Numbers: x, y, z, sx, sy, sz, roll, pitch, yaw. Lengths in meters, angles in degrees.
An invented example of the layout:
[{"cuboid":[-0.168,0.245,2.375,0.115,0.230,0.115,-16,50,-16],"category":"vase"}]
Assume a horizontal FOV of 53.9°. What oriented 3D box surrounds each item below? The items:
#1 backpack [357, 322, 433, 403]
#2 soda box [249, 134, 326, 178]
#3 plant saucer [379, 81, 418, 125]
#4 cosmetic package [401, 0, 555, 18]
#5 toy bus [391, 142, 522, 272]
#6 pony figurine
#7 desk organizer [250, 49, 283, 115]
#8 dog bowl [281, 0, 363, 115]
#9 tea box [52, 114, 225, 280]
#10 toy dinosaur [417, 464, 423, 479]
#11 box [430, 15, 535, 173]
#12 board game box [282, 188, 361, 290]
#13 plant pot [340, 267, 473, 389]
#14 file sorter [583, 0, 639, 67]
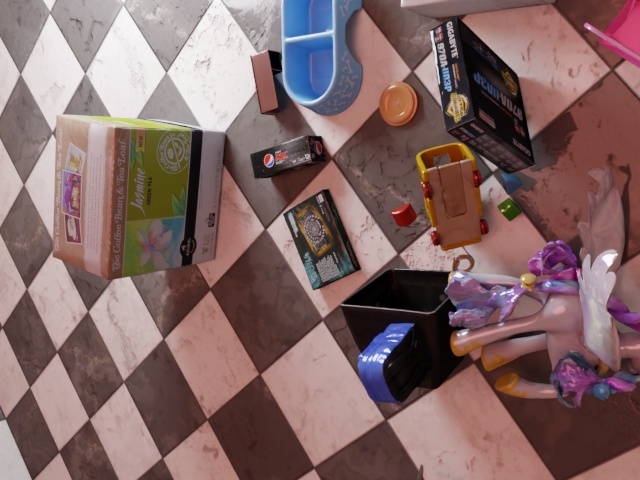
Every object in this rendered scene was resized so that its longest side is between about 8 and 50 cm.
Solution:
[{"cuboid":[0.114,0.207,1.027,0.101,0.120,0.098,-16,110,43],"category":"backpack"},{"cuboid":[-0.072,-0.179,1.361,0.168,0.053,0.060,-11,89,37],"category":"soda box"},{"cuboid":[0.148,-0.262,1.209,0.083,0.013,0.084,7,101,36],"category":"plant saucer"},{"cuboid":[0.261,-0.428,1.039,0.231,0.117,0.086,8,101,34],"category":"cosmetic package"},{"cuboid":[0.232,-0.071,1.115,0.202,0.190,0.104,-55,20,25],"category":"toy bus"},{"cuboid":[0.380,0.109,0.960,0.363,0.303,0.351,-9,123,34],"category":"pony figurine"},{"cuboid":[-0.109,-0.344,1.371,0.050,0.047,0.130,-10,90,35],"category":"desk organizer"},{"cuboid":[-0.004,-0.403,1.267,0.165,0.074,0.297,5,100,36],"category":"dog bowl"},{"cuboid":[-0.418,-0.111,1.461,0.220,0.323,0.329,16,106,34],"category":"tea box"},{"cuboid":[0.263,0.568,1.196,0.160,0.121,0.314,-15,83,25],"category":"toy dinosaur"},{"cuboid":[0.255,-0.219,0.980,0.051,0.220,0.175,-19,65,36],"category":"box"},{"cuboid":[0.000,0.000,1.349,0.126,0.026,0.186,-27,80,36],"category":"board game box"},{"cuboid":[0.173,0.162,1.158,0.187,0.188,0.167,2,110,36],"category":"plant pot"},{"cuboid":[0.520,-0.345,0.813,0.202,0.182,0.291,44,120,23],"category":"file sorter"}]
